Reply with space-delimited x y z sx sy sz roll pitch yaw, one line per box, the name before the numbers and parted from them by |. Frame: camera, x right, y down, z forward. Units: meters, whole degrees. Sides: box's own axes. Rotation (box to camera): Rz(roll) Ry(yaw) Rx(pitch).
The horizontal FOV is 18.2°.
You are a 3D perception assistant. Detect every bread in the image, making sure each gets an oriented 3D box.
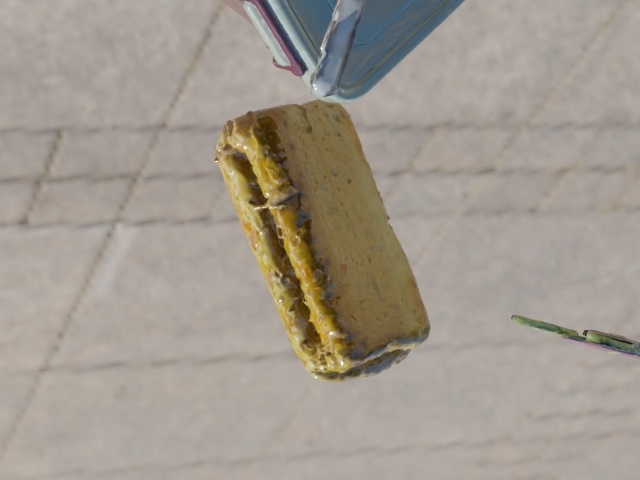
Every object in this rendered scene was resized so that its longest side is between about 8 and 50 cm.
bread | 0.000 0.000 1.466 0.083 0.211 0.114 -30 168 39

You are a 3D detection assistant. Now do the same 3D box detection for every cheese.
cheese | 0.028 -0.152 0.930 0.048 0.092 0.171 19 117 -4

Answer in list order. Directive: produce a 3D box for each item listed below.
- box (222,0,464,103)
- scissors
box | 0.028 -0.255 1.280 0.294 0.167 0.193 -45 138 -10
scissors | 0.282 0.099 1.931 0.187 0.020 0.133 14 180 -43
